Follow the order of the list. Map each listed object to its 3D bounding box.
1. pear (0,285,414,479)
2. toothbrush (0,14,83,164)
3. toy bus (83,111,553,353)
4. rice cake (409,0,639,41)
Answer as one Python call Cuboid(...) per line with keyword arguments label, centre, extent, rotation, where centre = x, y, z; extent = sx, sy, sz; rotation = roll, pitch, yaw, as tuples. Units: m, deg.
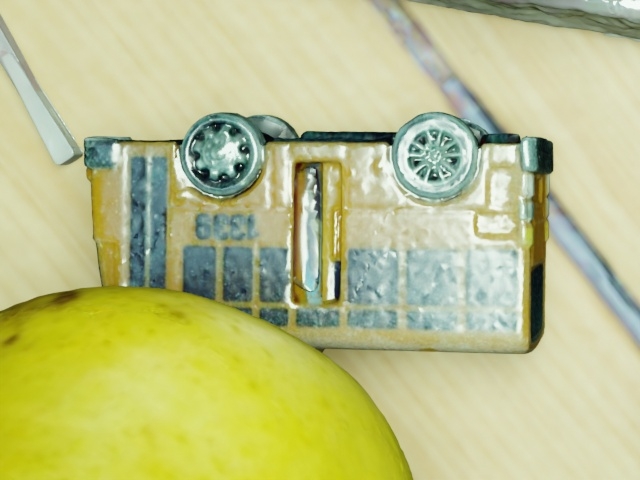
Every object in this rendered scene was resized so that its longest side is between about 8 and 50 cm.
Cuboid(label="pear", centre=(-0.106, 0.228, 0.695), extent=(0.362, 0.362, 0.418), rotation=(14, 75, 12))
Cuboid(label="toothbrush", centre=(-0.160, -0.117, 0.860), extent=(0.017, 0.014, 0.194), rotation=(-34, 86, 12))
Cuboid(label="toy bus", centre=(0.000, 0.000, 0.792), extent=(0.182, 0.091, 0.103), rotation=(1, 92, 11))
Cuboid(label="rice cake", centre=(0.044, -0.131, 0.788), extent=(0.399, 0.064, 0.070), rotation=(12, 85, 12))
